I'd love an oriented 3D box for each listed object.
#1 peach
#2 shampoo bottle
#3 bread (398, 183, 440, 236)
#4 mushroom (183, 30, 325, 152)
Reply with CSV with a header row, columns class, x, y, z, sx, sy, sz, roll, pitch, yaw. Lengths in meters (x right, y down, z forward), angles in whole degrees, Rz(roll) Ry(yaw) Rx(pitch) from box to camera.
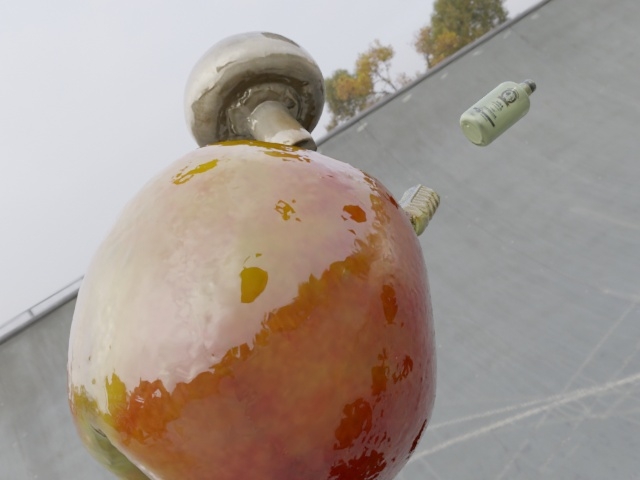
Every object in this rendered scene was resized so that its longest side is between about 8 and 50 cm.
class,x,y,z,sx,sy,sz,roll,pitch,yaw
peach,-0.041,0.068,0.465,0.308,0.308,0.332,-31,26,46
shampoo bottle,0.353,-0.257,1.066,0.162,0.079,0.079,-38,3,-8
bread,0.230,-0.069,1.364,0.269,0.098,0.087,-43,-26,-62
mushroom,-0.077,-0.173,0.765,0.208,0.215,0.207,-22,-36,-17
